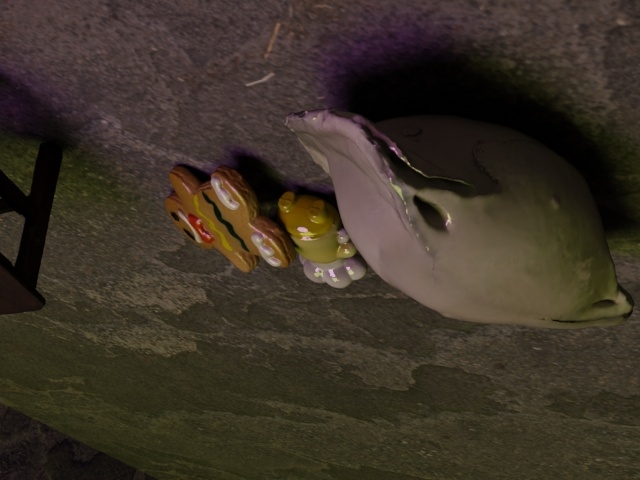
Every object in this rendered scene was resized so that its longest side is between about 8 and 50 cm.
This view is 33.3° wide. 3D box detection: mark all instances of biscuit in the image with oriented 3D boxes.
[{"bbox_3d":[-0.123,-0.022,1.261,0.158,0.035,0.240,54,155,-17],"label":"biscuit"}]

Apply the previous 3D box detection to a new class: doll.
[{"bbox_3d":[0.000,0.000,1.240,0.106,0.062,0.162,19,157,26],"label":"doll"}]

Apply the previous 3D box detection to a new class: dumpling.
[{"bbox_3d":[0.120,-0.025,0.976,0.341,0.181,0.260,0,-167,-33],"label":"dumpling"}]

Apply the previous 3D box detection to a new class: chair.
[{"bbox_3d":[-0.445,0.046,1.178,0.241,0.416,0.203,-10,149,10],"label":"chair"}]
